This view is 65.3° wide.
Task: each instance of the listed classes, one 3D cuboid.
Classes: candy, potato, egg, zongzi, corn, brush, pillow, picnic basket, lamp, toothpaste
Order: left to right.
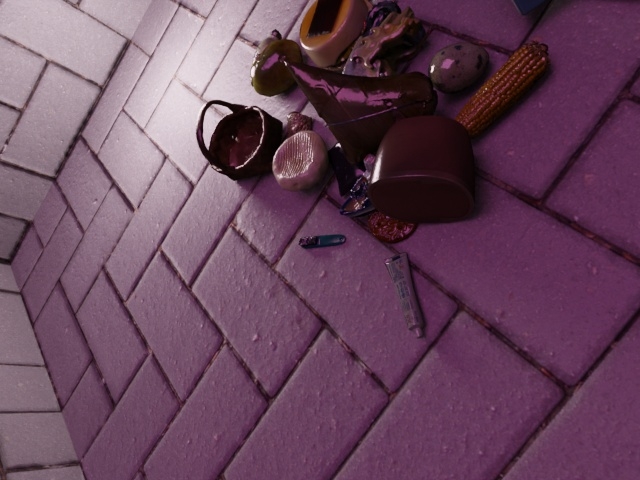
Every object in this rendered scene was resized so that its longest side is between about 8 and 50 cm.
[{"bbox_3d":[-0.350,-0.402,1.940,0.337,0.337,0.293,-7,72,37],"label":"picnic basket"},{"bbox_3d":[-0.233,-0.762,2.100,0.101,0.101,0.250,40,106,39],"label":"lamp"},{"bbox_3d":[-0.177,-0.690,1.999,0.228,0.148,0.197,-14,72,25],"label":"potato"},{"bbox_3d":[-0.082,-0.434,1.898,0.095,0.085,0.110,12,95,48],"label":"candy"},{"bbox_3d":[0.000,0.000,1.721,0.193,0.032,0.043,-6,72,38],"label":"brush"},{"bbox_3d":[0.091,-0.266,1.717,0.141,0.055,0.208,-38,55,31],"label":"pillow"},{"bbox_3d":[0.128,-0.454,1.485,0.356,0.393,0.174,-23,27,39],"label":"zongzi"},{"bbox_3d":[0.252,0.160,1.464,0.069,0.047,0.268,-44,49,43],"label":"toothpaste"},{"bbox_3d":[0.412,-0.517,1.491,0.181,0.141,0.141,-22,62,10],"label":"egg"},{"bbox_3d":[0.509,-0.417,1.405,0.318,0.115,0.115,-45,53,22],"label":"corn"}]

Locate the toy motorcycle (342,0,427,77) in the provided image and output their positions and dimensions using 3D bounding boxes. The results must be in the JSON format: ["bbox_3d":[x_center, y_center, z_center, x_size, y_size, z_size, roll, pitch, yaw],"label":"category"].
[{"bbox_3d":[0.198,-0.586,1.656,0.237,0.168,0.410,24,96,29],"label":"toy motorcycle"}]

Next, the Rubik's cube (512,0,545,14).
[{"bbox_3d":[0.569,-0.895,1.313,0.344,0.346,0.347,-31,46,27],"label":"Rubik's cube"}]

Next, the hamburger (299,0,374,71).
[{"bbox_3d":[0.063,-0.763,1.825,0.302,0.170,0.302,-17,62,36],"label":"hamburger"}]

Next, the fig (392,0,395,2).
[{"bbox_3d":[0.262,-0.951,1.775,0.124,0.124,0.236,1,91,38],"label":"fig"}]

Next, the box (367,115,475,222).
[{"bbox_3d":[0.293,-0.199,1.401,0.301,0.301,0.216,-3,65,38],"label":"box"}]

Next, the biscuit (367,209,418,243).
[{"bbox_3d":[0.230,-0.083,1.570,0.187,0.027,0.188,-14,67,35],"label":"biscuit"}]

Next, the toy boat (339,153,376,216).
[{"bbox_3d":[0.153,-0.181,1.575,0.262,0.115,0.114,-56,36,8],"label":"toy boat"}]

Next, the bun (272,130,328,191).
[{"bbox_3d":[-0.061,-0.274,1.789,0.231,0.133,0.231,-12,65,27],"label":"bun"}]
